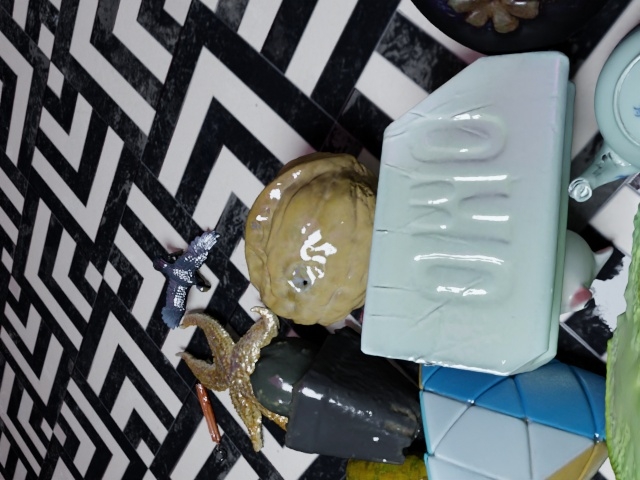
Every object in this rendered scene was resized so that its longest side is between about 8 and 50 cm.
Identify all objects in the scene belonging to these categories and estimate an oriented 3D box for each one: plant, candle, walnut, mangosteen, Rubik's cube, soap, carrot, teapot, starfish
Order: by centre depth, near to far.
[{"bbox_3d":[0.308,-0.126,0.483,0.159,0.159,0.232,47,128,18],"label":"teapot"},{"bbox_3d":[0.170,-0.297,0.512,0.243,0.243,0.243,13,111,36],"label":"mangosteen"},{"bbox_3d":[0.144,-0.024,0.559,0.172,0.095,0.290,4,83,28],"label":"soap"},{"bbox_3d":[0.172,0.222,0.653,0.254,0.254,0.255,13,111,36],"label":"Rubik's cube"},{"bbox_3d":[0.000,0.000,0.743,0.198,0.198,0.245,34,123,26],"label":"walnut"},{"bbox_3d":[0.021,0.215,0.816,0.256,0.164,0.142,17,118,18],"label":"plant"},{"bbox_3d":[0.120,0.341,0.827,0.173,0.082,0.082,-19,91,48],"label":"carrot"},{"bbox_3d":[-0.148,0.250,1.026,0.299,0.060,0.302,-33,83,38],"label":"starfish"},{"bbox_3d":[-0.216,0.357,1.139,0.026,0.021,0.167,-1,106,66],"label":"candle"}]

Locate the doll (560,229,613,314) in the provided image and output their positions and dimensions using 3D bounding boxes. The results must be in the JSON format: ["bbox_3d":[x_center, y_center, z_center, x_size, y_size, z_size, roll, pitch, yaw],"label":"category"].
[{"bbox_3d":[0.209,0.021,0.633,0.180,0.110,0.107,26,148,24],"label":"doll"}]

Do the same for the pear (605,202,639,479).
[{"bbox_3d":[0.345,0.121,0.465,0.176,0.286,0.282,9,110,16],"label":"pear"}]

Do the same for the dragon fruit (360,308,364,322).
[{"bbox_3d":[0.127,0.084,0.736,0.147,0.096,0.102,-34,74,-1],"label":"dragon fruit"}]

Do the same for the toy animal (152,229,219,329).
[{"bbox_3d":[-0.248,0.062,1.044,0.108,0.062,0.220,40,114,22],"label":"toy animal"}]
